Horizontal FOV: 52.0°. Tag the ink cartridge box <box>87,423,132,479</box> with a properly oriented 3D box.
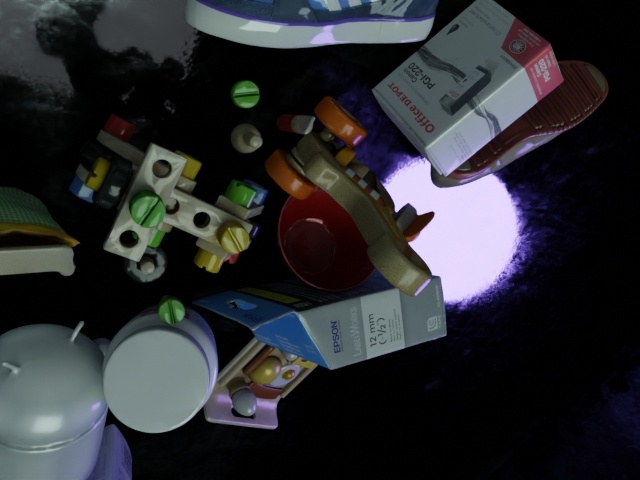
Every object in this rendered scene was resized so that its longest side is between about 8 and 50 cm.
[{"bbox_3d":[-0.515,0.495,1.119,0.385,0.308,0.091,-26,107,-10],"label":"ink cartridge box"}]

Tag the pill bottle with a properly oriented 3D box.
[{"bbox_3d":[-0.233,0.182,0.975,0.161,0.160,0.283,-25,-176,-10],"label":"pill bottle"}]

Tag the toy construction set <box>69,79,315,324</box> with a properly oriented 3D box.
[{"bbox_3d":[-0.136,-0.064,0.780,0.309,0.237,0.257,-40,110,-7],"label":"toy construction set"}]

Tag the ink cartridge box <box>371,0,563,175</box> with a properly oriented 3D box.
[{"bbox_3d":[0.208,-0.225,0.954,0.218,0.158,0.092,-41,143,10],"label":"ink cartridge box"}]

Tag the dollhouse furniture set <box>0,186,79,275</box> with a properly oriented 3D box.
[{"bbox_3d":[-0.422,-0.057,0.693,0.302,0.198,0.151,-4,117,-36],"label":"dollhouse furniture set"}]

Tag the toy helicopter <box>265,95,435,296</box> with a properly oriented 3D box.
[{"bbox_3d":[0.073,-0.034,0.907,0.235,0.355,0.140,35,108,-32],"label":"toy helicopter"}]

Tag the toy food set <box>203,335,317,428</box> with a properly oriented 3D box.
[{"bbox_3d":[-0.070,0.276,1.357,0.306,0.092,0.220,-46,140,17],"label":"toy food set"}]

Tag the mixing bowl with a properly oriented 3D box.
[{"bbox_3d":[0.000,0.000,1.071,0.182,0.181,0.098,-10,173,-26],"label":"mixing bowl"}]

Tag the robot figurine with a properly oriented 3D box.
[{"bbox_3d":[-0.433,0.268,1.009,0.300,0.200,0.353,-50,166,-52],"label":"robot figurine"}]

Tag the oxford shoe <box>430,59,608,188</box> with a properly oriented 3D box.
[{"bbox_3d":[0.331,-0.200,1.133,0.348,0.122,0.130,-26,168,-10],"label":"oxford shoe"}]

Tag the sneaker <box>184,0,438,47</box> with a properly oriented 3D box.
[{"bbox_3d":[0.011,-0.348,0.729,0.323,0.130,0.236,-7,126,-23],"label":"sneaker"}]

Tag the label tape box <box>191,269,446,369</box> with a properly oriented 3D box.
[{"bbox_3d":[-0.004,0.129,1.099,0.348,0.249,0.115,-12,99,-30],"label":"label tape box"}]
